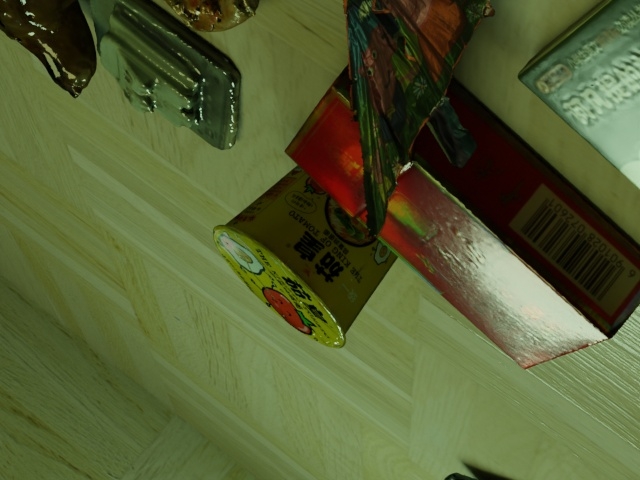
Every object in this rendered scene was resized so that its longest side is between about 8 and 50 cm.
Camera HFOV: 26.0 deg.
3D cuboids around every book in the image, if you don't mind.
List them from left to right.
[{"bbox_3d":[0.273,-0.062,0.952,0.264,0.027,0.202,42,162,-3],"label":"book"}]

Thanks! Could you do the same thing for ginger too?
[{"bbox_3d":[-0.328,-0.296,1.509,0.133,0.107,0.309,15,152,17],"label":"ginger"}]

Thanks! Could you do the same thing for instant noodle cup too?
[{"bbox_3d":[0.000,0.000,1.453,0.182,0.144,0.182,37,162,14],"label":"instant noodle cup"}]

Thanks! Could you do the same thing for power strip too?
[{"bbox_3d":[-0.187,-0.183,1.538,0.213,0.064,0.198,38,159,13],"label":"power strip"}]

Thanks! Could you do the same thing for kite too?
[{"bbox_3d":[0.068,-0.152,1.050,0.234,0.016,0.321,63,144,33],"label":"kite"}]

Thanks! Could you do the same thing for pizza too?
[{"bbox_3d":[-0.141,-0.269,1.250,0.147,0.069,0.226,23,155,48],"label":"pizza"}]

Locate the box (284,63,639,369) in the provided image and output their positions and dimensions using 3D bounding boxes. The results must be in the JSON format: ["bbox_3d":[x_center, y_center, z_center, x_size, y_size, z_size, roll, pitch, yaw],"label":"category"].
[{"bbox_3d":[0.125,-0.028,1.232,0.313,0.089,0.197,43,163,-1],"label":"box"}]

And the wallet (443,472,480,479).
[{"bbox_3d":[0.323,0.430,1.919,0.251,0.054,0.290,49,159,-24],"label":"wallet"}]
